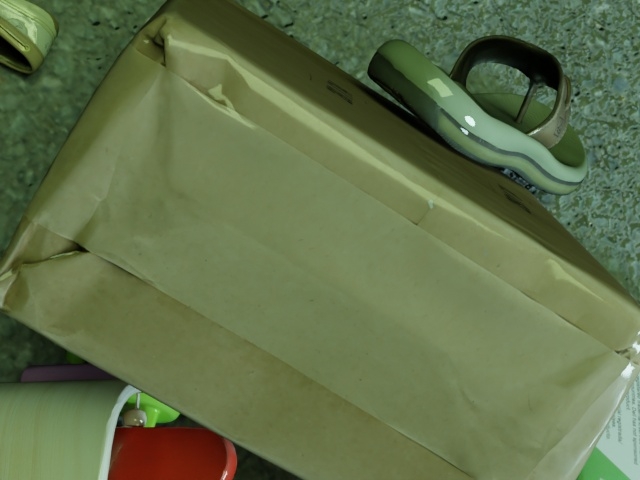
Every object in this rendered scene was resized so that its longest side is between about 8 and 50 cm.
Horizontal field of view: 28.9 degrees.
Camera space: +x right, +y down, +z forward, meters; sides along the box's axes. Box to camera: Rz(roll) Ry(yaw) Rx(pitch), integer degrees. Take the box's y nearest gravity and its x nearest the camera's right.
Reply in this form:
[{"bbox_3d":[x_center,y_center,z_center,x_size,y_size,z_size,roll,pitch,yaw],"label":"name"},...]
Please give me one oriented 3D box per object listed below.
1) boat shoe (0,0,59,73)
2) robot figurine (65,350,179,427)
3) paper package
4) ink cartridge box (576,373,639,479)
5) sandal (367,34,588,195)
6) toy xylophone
[{"bbox_3d":[-0.248,-0.156,0.849,0.135,0.050,0.045,20,61,-16],"label":"boat shoe"},{"bbox_3d":[-0.117,0.075,0.817,0.101,0.067,0.115,14,67,-5],"label":"robot figurine"},{"bbox_3d":[0.000,0.000,0.734,0.309,0.325,0.168,31,100,-11],"label":"paper package"},{"bbox_3d":[0.267,0.206,0.882,0.278,0.117,0.201,22,49,-15],"label":"ink cartridge box"},{"bbox_3d":[0.135,-0.100,0.884,0.120,0.303,0.086,37,102,21],"label":"sandal"},{"bbox_3d":[-0.185,0.212,0.699,0.236,0.081,0.323,4,71,25],"label":"toy xylophone"}]
